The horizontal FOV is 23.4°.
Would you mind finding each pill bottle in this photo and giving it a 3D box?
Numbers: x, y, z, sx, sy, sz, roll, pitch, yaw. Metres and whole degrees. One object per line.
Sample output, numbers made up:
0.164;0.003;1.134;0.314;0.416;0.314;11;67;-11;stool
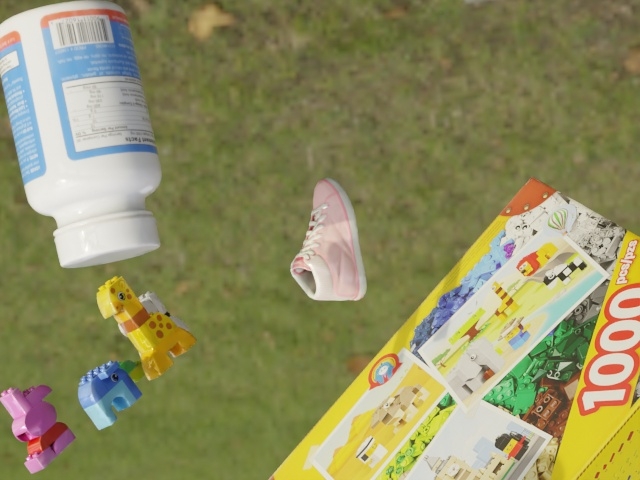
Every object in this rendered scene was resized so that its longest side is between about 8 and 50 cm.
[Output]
-0.211;-0.092;1.381;0.124;0.222;0.124;-12;175;-1;pill bottle

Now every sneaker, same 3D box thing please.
0.000;0.000;1.607;0.070;0.134;0.051;-7;168;-27;sneaker

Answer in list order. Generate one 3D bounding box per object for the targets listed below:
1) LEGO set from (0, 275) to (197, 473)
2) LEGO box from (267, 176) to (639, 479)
-0.189;0.093;1.365;0.087;0.093;0.227;-26;-168;40;LEGO set
0.201;0.224;1.595;0.193;0.500;0.372;42;178;-30;LEGO box
